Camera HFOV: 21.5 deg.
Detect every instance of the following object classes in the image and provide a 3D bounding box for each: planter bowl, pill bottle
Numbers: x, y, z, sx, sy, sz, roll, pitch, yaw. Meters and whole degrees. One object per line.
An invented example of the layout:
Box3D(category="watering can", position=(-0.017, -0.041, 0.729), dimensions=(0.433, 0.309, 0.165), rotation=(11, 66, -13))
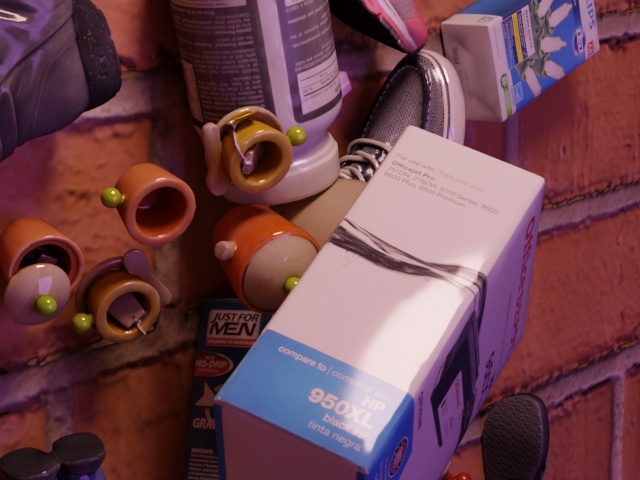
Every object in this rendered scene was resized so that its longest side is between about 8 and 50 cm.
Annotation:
Box3D(category="planter bowl", position=(0.000, 0.000, 1.800), dimensions=(0.162, 0.109, 0.162), rotation=(-53, 158, -33))
Box3D(category="pill bottle", position=(-0.063, -0.188, 1.728), dimensions=(0.162, 0.162, 0.278), rotation=(-34, 125, -44))

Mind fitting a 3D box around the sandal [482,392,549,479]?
Box3D(category="sandal", position=(0.275, 0.317, 2.348), dimensions=(0.054, 0.097, 0.254), rotation=(-29, 131, -45))

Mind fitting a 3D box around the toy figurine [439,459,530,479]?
Box3D(category="toy figurine", position=(0.159, 0.373, 2.105), dimensions=(0.209, 0.213, 0.148), rotation=(-46, 144, -31))

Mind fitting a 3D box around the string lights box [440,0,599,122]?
Box3D(category="string lights box", position=(0.265, -0.265, 2.207), dimensions=(0.260, 0.077, 0.133), rotation=(-36, 124, -43))

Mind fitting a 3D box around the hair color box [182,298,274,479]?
Box3D(category="hair color box", position=(-0.057, 0.246, 1.844), dimensions=(0.174, 0.105, 0.347), rotation=(17, 76, -53))

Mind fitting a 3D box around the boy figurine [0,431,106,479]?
Box3D(category="boy figurine", position=(-0.246, 0.337, 1.651), dimensions=(0.177, 0.092, 0.285), rotation=(-12, 106, -21))

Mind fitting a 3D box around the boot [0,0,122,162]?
Box3D(category="boot", position=(-0.306, -0.211, 1.452), dimensions=(0.223, 0.118, 0.338), rotation=(-39, 123, -35))

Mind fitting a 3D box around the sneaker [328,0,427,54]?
Box3D(category="sneaker", position=(0.056, -0.325, 1.862), dimensions=(0.136, 0.116, 0.314), rotation=(-51, 137, -7))

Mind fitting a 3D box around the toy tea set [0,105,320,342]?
Box3D(category="toy tea set", position=(-0.139, 0.018, 1.617), dimensions=(0.336, 0.124, 0.200), rotation=(-25, 129, -17))

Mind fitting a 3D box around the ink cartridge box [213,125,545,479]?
Box3D(category="ink cartridge box", position=(0.064, 0.125, 1.688), dimensions=(0.395, 0.166, 0.285), rotation=(-55, 159, -34))

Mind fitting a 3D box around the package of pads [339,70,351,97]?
Box3D(category="package of pads", position=(-0.008, -0.162, 1.896), dimensions=(0.083, 0.050, 0.032), rotation=(-45, 131, -38))

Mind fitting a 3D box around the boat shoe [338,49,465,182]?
Box3D(category="boat shoe", position=(0.057, -0.066, 1.941), dimensions=(0.158, 0.127, 0.340), rotation=(14, 87, -47))
